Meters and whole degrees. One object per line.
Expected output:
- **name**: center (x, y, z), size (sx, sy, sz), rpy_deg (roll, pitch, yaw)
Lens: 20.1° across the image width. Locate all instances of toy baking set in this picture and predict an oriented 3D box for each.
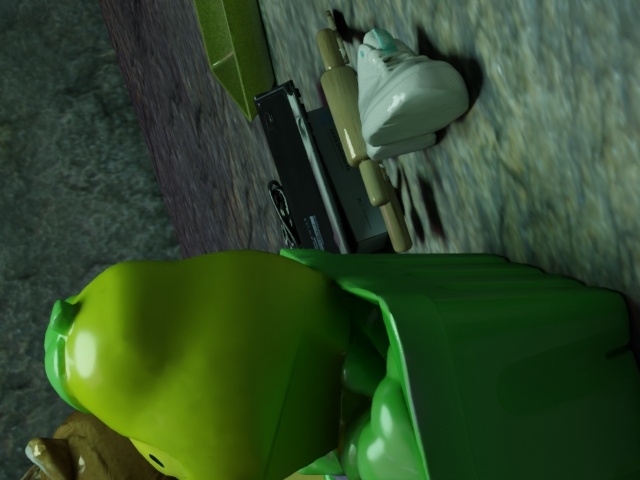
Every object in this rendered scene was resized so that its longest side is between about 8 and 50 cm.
- **toy baking set**: center (0.029, -0.100, 1.586), size (0.197, 0.030, 0.256), rpy_deg (63, -172, -77)

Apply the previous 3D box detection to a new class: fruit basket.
- **fruit basket**: center (0.006, 0.124, 1.254), size (0.392, 0.392, 0.283), rpy_deg (-158, 55, -77)

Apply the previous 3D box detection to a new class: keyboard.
- **keyboard**: center (0.000, 0.000, 1.799), size (0.201, 0.033, 0.317), rpy_deg (173, 79, -73)

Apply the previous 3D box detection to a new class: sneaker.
- **sneaker**: center (0.057, -0.122, 1.386), size (0.212, 0.080, 0.094), rpy_deg (134, 123, -81)

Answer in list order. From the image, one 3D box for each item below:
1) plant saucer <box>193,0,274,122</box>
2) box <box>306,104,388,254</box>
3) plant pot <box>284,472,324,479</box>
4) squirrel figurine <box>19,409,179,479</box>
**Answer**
- **plant saucer**: center (-0.103, -0.254, 2.067), size (0.188, 0.045, 0.188), rpy_deg (-127, 21, -60)
- **box**: center (0.019, -0.035, 1.825), size (0.186, 0.038, 0.145), rpy_deg (102, 148, -68)
- **plant pot**: center (0.051, 0.238, 1.700), size (0.187, 0.212, 0.212), rpy_deg (114, 142, -54)
- **squirrel figurine**: center (-0.163, 0.346, 1.743), size (0.397, 0.281, 0.370), rpy_deg (-170, 76, -64)
